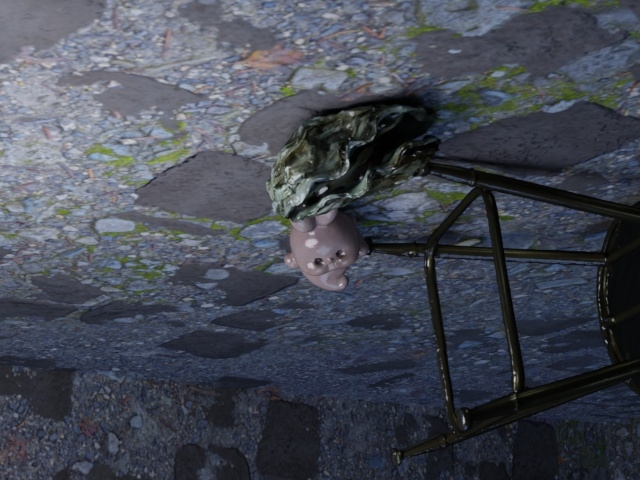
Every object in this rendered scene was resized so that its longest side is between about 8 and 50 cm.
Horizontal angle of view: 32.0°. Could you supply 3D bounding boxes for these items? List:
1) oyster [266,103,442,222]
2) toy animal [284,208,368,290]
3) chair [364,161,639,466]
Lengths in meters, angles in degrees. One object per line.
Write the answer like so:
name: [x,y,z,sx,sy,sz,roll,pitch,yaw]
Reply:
oyster: [0.023,-0.094,1.353,0.267,0.112,0.198,-24,175,28]
toy animal: [0.002,0.001,1.592,0.124,0.124,0.212,-6,165,6]
chair: [0.315,0.104,1.605,0.410,0.362,0.365,-3,162,-13]
